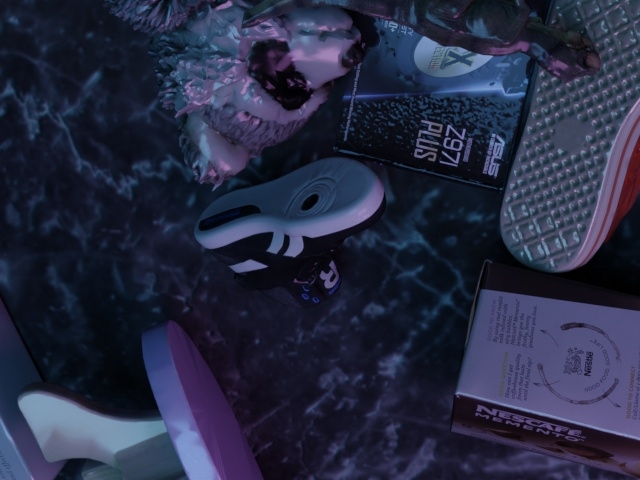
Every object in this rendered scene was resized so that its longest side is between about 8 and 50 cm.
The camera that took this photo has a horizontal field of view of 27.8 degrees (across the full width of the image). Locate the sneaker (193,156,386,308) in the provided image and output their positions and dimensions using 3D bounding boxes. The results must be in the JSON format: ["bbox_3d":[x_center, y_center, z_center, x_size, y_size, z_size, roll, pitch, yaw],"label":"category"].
[{"bbox_3d":[0.000,0.000,1.121,0.216,0.079,0.121,-8,135,46],"label":"sneaker"}]

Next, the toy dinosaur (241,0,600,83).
[{"bbox_3d":[0.084,-0.188,0.934,0.268,0.064,0.118,9,76,-5],"label":"toy dinosaur"}]

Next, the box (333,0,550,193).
[{"bbox_3d":[0.102,-0.148,1.063,0.147,0.077,0.180,15,113,7],"label":"box"}]

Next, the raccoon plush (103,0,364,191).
[{"bbox_3d":[-0.156,-0.248,1.076,0.446,0.216,0.299,31,134,33],"label":"raccoon plush"}]

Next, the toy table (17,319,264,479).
[{"bbox_3d":[-0.153,0.226,1.195,0.160,0.252,0.274,-23,92,4],"label":"toy table"}]

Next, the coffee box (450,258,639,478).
[{"bbox_3d":[0.262,0.124,1.066,0.297,0.168,0.119,13,74,8],"label":"coffee box"}]

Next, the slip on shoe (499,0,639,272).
[{"bbox_3d":[0.236,-0.129,1.010,0.123,0.101,0.331,31,118,28],"label":"slip on shoe"}]

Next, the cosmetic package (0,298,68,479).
[{"bbox_3d":[-0.456,0.106,1.291,0.284,0.097,0.377,-18,106,22],"label":"cosmetic package"}]
